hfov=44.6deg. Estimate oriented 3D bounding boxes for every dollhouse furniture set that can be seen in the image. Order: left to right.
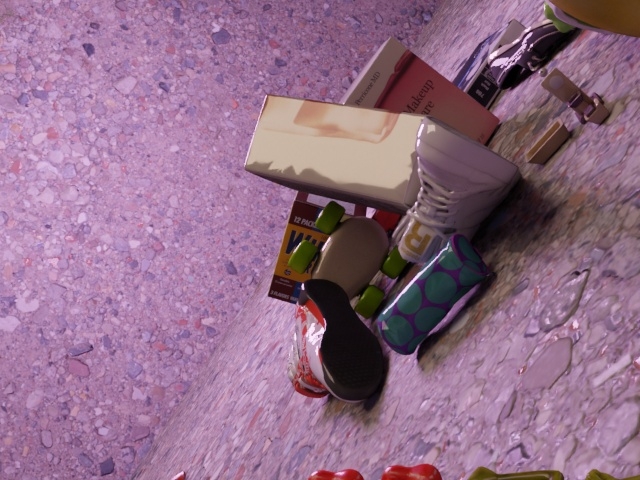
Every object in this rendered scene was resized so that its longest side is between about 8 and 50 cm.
[{"bbox_3d":[0.271,-0.146,0.941,0.114,0.081,0.091,-50,9,25],"label":"dollhouse furniture set"}]

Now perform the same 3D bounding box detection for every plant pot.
[{"bbox_3d":[0.304,-0.254,0.757,0.134,0.095,0.134,-45,-3,-3],"label":"plant pot"}]

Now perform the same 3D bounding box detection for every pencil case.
[{"bbox_3d":[0.132,0.066,0.921,0.070,0.064,0.152,7,-50,-49],"label":"pencil case"}]

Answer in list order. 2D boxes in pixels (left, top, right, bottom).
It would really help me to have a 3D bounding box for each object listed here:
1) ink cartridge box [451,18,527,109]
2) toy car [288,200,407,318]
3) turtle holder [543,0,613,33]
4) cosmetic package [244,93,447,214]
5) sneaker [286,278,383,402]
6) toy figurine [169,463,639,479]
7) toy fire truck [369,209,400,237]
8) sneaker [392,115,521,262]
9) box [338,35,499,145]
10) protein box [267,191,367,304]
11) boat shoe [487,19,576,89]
[{"bbox_3d":[0.268,-0.256,1.487,0.333,0.065,0.165,-56,9,-9],"label":"ink cartridge box"},{"bbox_3d":[0.044,0.041,1.291,0.149,0.155,0.188,-55,-4,-8],"label":"toy car"},{"bbox_3d":[0.339,-0.374,0.935,0.320,0.243,0.228,5,81,61],"label":"turtle holder"},{"bbox_3d":[0.053,-0.122,1.148,0.153,0.296,0.129,19,-92,-54],"label":"cosmetic package"},{"bbox_3d":[0.016,0.179,1.096,0.270,0.090,0.145,-116,33,-60],"label":"sneaker"},{"bbox_3d":[0.042,0.263,0.429,0.362,0.217,0.191,-6,8,15],"label":"toy figurine"},{"bbox_3d":[0.126,-0.062,1.540,0.192,0.047,0.135,-60,7,-21],"label":"toy fire truck"},{"bbox_3d":[0.149,-0.041,0.927,0.169,0.108,0.292,-56,-23,9],"label":"sneaker"},{"bbox_3d":[0.152,-0.199,1.302,0.149,0.232,0.127,-56,8,-13],"label":"box"},{"bbox_3d":[0.000,0.000,1.494,0.201,0.135,0.200,-75,2,-69],"label":"protein box"},{"bbox_3d":[0.355,-0.309,1.295,0.206,0.075,0.065,157,105,-65],"label":"boat shoe"}]
